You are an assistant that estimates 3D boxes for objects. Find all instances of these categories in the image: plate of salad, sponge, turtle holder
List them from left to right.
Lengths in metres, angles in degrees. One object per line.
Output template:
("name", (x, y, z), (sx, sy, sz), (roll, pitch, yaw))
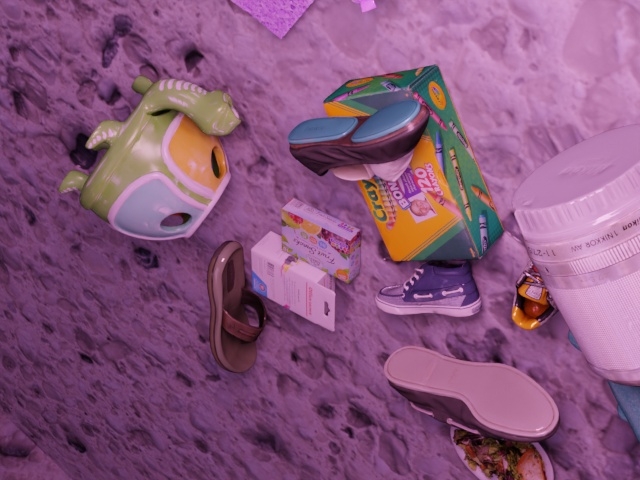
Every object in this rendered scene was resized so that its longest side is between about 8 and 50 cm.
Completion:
("turtle holder", (-0.260, -0.145, 1.874), (0.227, 0.243, 0.320), (35, 104, -9))
("sponge", (-0.050, -0.378, 1.569), (0.117, 0.031, 0.210), (38, 143, -10))
("plate of salad", (0.304, 0.373, 1.911), (0.199, 0.048, 0.200), (26, 139, 25))

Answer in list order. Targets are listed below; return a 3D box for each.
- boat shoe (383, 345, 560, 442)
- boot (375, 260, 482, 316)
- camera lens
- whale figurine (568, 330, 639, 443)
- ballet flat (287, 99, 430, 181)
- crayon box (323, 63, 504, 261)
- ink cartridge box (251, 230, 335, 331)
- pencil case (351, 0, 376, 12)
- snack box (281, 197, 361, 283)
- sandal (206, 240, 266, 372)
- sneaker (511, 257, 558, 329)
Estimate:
("boat shoe", (0.253, 0.258, 1.821), (0.335, 0.112, 0.095), (17, 152, 41))
("boot", (0.164, 0.067, 1.765), (0.190, 0.069, 0.086), (-1, 116, 35))
("camera lens", (0.385, 0.023, 1.374), (0.219, 0.219, 0.274), (-13, 113, 49))
("whale figurine", (0.455, 0.201, 1.531), (0.272, 0.141, 0.216), (39, 143, 11))
("ballet flat", (0.067, -0.131, 1.524), (0.280, 0.095, 0.096), (1, 133, 55))
("crayon box", (0.135, -0.106, 1.613), (0.165, 0.081, 0.278), (-3, 121, 45))
("ink cartridge box", (-0.032, 0.072, 1.952), (0.181, 0.061, 0.104), (27, 139, 25))
("pencil case", (0.039, -0.405, 1.431), (0.086, 0.088, 0.206), (-17, 113, 28))
("snack box", (0.000, 0.000, 1.876), (0.141, 0.037, 0.100), (26, 140, 25))
("sandal", (-0.150, 0.138, 2.089), (0.086, 0.120, 0.303), (13, 132, 18))
("sneaker", (0.326, 0.044, 1.555), (0.088, 0.092, 0.225), (30, 139, 21))
